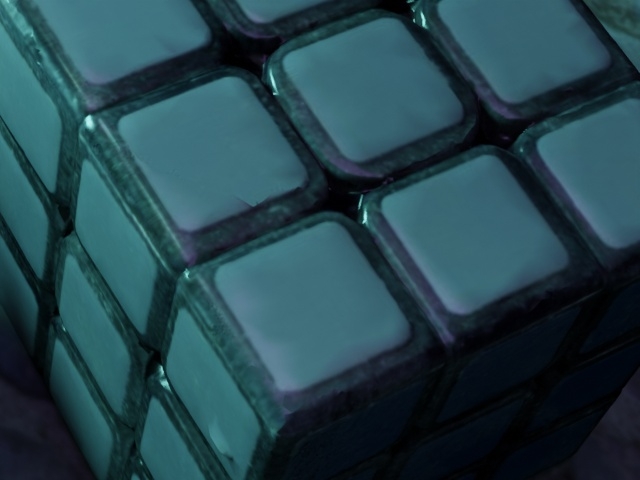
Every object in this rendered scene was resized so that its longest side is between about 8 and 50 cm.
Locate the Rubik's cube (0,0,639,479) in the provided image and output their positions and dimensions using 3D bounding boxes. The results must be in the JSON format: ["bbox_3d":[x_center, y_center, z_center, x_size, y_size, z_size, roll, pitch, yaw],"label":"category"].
[{"bbox_3d":[0.000,0.000,1.089,0.301,0.305,0.303,-22,64,-25],"label":"Rubik's cube"}]
